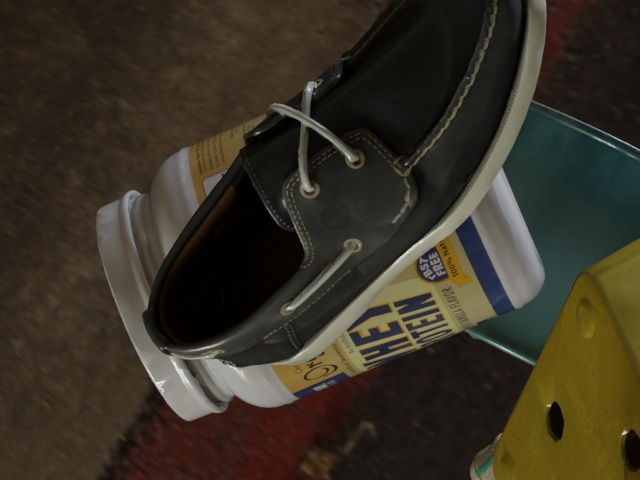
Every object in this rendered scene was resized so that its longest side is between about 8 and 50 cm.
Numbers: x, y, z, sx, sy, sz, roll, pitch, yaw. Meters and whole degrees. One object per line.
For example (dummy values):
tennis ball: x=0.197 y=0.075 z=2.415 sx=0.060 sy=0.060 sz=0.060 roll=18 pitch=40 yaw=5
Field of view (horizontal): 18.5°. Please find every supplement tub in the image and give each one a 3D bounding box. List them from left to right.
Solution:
supplement tub: x=0.000 y=0.000 z=1.598 sx=0.316 sy=0.228 sz=0.228 roll=-23 pitch=115 yaw=7

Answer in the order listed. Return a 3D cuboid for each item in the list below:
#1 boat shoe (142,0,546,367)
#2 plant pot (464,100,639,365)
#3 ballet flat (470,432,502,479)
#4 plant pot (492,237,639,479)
boat shoe: x=0.009 y=-0.030 z=0.810 sx=0.079 sy=0.084 sz=0.233 roll=6 pitch=135 yaw=-41
plant pot: x=0.257 y=0.008 z=2.162 sx=0.272 sy=0.271 sz=0.255 roll=25 pitch=92 yaw=-29
ballet flat: x=0.178 y=0.146 z=1.372 sx=0.168 sy=0.057 sz=0.052 roll=-12 pitch=143 yaw=-38
plant pot: x=0.193 y=0.097 z=0.797 sx=0.187 sy=0.212 sz=0.212 roll=-6 pitch=143 yaw=-21
